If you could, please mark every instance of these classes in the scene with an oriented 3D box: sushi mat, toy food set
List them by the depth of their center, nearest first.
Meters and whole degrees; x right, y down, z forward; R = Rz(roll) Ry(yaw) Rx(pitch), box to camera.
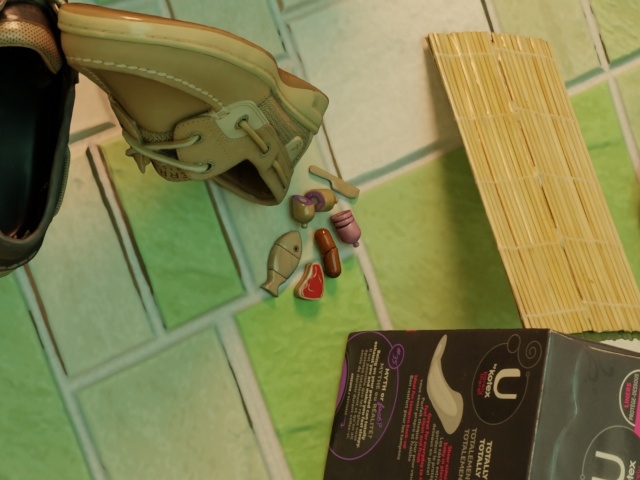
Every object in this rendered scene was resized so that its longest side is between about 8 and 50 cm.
[{"bbox_3d":[0.000,0.000,1.532,0.078,0.019,0.122,26,73,-30],"label":"toy food set"},{"bbox_3d":[0.196,-0.052,1.595,0.151,0.019,0.317,0,62,-33],"label":"sushi mat"}]

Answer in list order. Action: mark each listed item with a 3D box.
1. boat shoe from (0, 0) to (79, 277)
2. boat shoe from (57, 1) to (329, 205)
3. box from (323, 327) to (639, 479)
[{"bbox_3d":[-0.228,-0.149,1.320,0.132,0.130,0.356,-1,87,-34],"label":"boat shoe"},{"bbox_3d":[-0.092,-0.096,1.350,0.341,0.121,0.110,20,85,-63],"label":"boat shoe"},{"bbox_3d":[0.141,0.165,1.466,0.143,0.270,0.165,16,79,-32],"label":"box"}]
